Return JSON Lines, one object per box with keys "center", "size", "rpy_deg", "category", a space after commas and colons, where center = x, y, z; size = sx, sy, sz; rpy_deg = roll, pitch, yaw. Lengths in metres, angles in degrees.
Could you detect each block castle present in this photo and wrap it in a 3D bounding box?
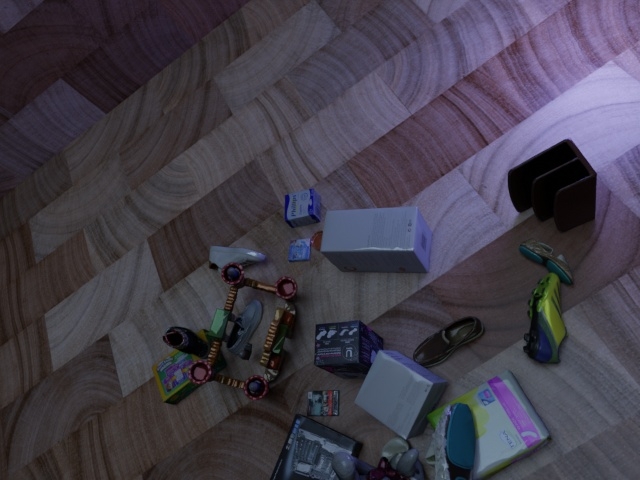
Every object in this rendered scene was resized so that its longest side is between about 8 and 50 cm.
{"center": [-0.269, 0.332, 1.955], "size": [0.302, 0.213, 0.454], "rpy_deg": [14, 73, 7], "category": "block castle"}

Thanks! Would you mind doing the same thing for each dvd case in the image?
{"center": [0.009, 0.573, 1.883], "size": [0.119, 0.013, 0.087], "rpy_deg": [-9, 64, 21], "category": "dvd case"}

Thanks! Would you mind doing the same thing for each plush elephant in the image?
{"center": [0.215, 0.717, 1.584], "size": [0.255, 0.330, 0.272], "rpy_deg": [-35, 55, -20], "category": "plush elephant"}

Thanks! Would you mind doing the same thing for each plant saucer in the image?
{"center": [0.000, 0.000, 2.156], "size": [0.083, 0.013, 0.084], "rpy_deg": [-11, 62, 22], "category": "plant saucer"}

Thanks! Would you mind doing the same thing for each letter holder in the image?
{"center": [0.728, -0.143, 1.688], "size": [0.214, 0.302, 0.152], "rpy_deg": [-27, 58, 13], "category": "letter holder"}

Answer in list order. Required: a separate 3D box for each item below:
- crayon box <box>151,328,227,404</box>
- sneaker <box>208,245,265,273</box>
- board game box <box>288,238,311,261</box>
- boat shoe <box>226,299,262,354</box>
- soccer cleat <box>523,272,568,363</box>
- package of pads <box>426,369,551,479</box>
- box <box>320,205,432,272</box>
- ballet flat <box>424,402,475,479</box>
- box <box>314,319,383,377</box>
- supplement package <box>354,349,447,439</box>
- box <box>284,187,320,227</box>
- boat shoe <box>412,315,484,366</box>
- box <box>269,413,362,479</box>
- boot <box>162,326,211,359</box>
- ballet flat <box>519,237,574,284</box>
{"center": [-0.527, 0.505, 2.139], "size": [0.278, 0.081, 0.165], "rpy_deg": [-37, 56, 6], "category": "crayon box"}
{"center": [-0.352, 0.093, 2.245], "size": [0.289, 0.105, 0.123], "rpy_deg": [2, 77, 35], "category": "sneaker"}
{"center": [-0.084, 0.040, 2.175], "size": [0.089, 0.020, 0.090], "rpy_deg": [-5, 65, 23], "category": "board game box"}
{"center": [-0.303, 0.336, 2.107], "size": [0.079, 0.081, 0.228], "rpy_deg": [15, 75, 31], "category": "boat shoe"}
{"center": [0.713, 0.243, 1.662], "size": [0.121, 0.093, 0.289], "rpy_deg": [19, 69, 1], "category": "soccer cleat"}
{"center": [0.501, 0.562, 1.593], "size": [0.296, 0.101, 0.229], "rpy_deg": [-33, 55, 10], "category": "package of pads"}
{"center": [0.205, 0.003, 1.933], "size": [0.344, 0.215, 0.169], "rpy_deg": [-1, 66, 25], "category": "box"}
{"center": [0.343, 0.642, 1.465], "size": [0.146, 0.147, 0.409], "rpy_deg": [-9, 46, 23], "category": "ballet flat"}
{"center": [0.099, 0.373, 1.790], "size": [0.163, 0.247, 0.142], "rpy_deg": [-10, 62, 23], "category": "box"}
{"center": [0.256, 0.483, 1.701], "size": [0.203, 0.149, 0.194], "rpy_deg": [28, 94, 33], "category": "supplement package"}
{"center": [-0.075, -0.134, 2.220], "size": [0.137, 0.072, 0.126], "rpy_deg": [-12, 62, 22], "category": "box"}
{"center": [0.408, 0.323, 1.753], "size": [0.257, 0.095, 0.095], "rpy_deg": [-36, 56, 7], "category": "boat shoe"}
{"center": [-0.028, 0.769, 1.770], "size": [0.242, 0.076, 0.308], "rpy_deg": [15, 74, 31], "category": "box"}
{"center": [-0.548, 0.371, 2.054], "size": [0.236, 0.178, 0.085], "rpy_deg": [19, 76, 31], "category": "boot"}
{"center": [0.744, 0.058, 1.730], "size": [0.067, 0.073, 0.206], "rpy_deg": [-39, 58, -12], "category": "ballet flat"}
